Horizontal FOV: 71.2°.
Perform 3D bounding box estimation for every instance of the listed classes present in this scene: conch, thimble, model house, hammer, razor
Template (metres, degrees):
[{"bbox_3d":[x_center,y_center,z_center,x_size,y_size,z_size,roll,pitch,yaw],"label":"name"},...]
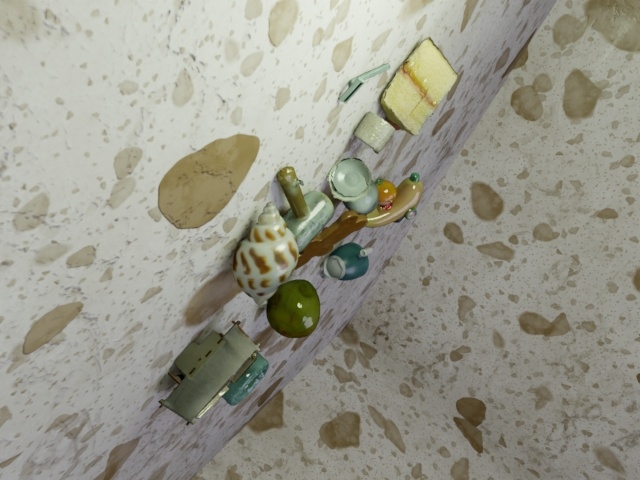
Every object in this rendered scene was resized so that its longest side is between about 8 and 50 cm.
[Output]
[{"bbox_3d":[-0.145,0.038,1.154,0.148,0.182,0.275,19,104,-41],"label":"conch"},{"bbox_3d":[0.159,-0.319,1.325,0.090,0.102,0.115,-55,157,12],"label":"thimble"},{"bbox_3d":[-0.336,0.400,1.408,0.326,0.169,0.244,-48,171,-11],"label":"model house"},{"bbox_3d":[-0.309,0.509,1.717,0.199,0.143,0.235,-59,163,24],"label":"thimble"},{"bbox_3d":[-0.061,-0.102,1.211,0.202,0.113,0.306,-51,156,-19],"label":"hammer"},{"bbox_3d":[0.123,-0.422,1.148,0.084,0.036,0.211,-34,-170,49],"label":"razor"}]

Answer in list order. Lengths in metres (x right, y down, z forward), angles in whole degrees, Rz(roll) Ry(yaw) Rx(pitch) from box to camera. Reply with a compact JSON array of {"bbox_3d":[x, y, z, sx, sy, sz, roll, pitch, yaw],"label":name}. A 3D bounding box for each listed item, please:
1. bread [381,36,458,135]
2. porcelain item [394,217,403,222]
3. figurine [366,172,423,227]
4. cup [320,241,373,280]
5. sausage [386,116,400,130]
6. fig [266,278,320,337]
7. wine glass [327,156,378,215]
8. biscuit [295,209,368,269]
[{"bbox_3d":[0.294,-0.460,1.343,0.240,0.135,0.178,-53,165,10],"label":"bread"},{"bbox_3d":[0.349,-0.169,2.113,0.114,0.147,0.147,-50,164,-11],"label":"porcelain item"},{"bbox_3d":[0.292,-0.170,1.916,0.324,0.124,0.222,-27,137,-3],"label":"figurine"},{"bbox_3d":[0.105,0.107,2.002,0.299,0.168,0.173,-33,171,40],"label":"cup"},{"bbox_3d":[0.278,-0.428,1.508,0.169,0.065,0.065,-48,164,-23],"label":"sausage"},{"bbox_3d":[-0.099,0.241,1.659,0.207,0.206,0.230,82,13,-68],"label":"fig"},{"bbox_3d":[0.120,-0.167,1.495,0.143,0.143,0.321,-53,167,3],"label":"wine glass"},{"bbox_3d":[0.000,0.000,1.542,0.339,0.047,0.216,-36,160,16],"label":"biscuit"}]
